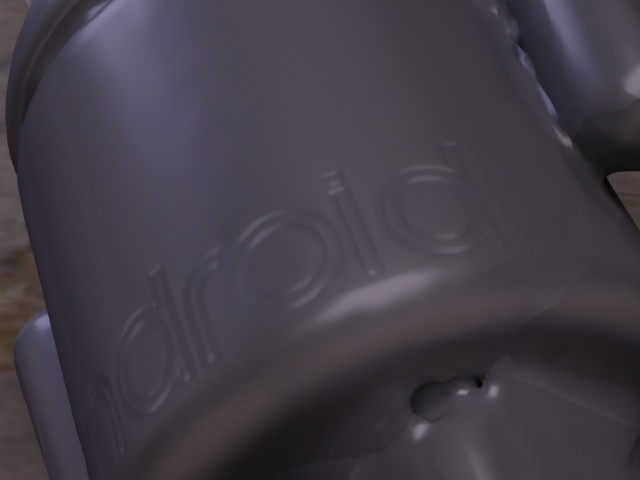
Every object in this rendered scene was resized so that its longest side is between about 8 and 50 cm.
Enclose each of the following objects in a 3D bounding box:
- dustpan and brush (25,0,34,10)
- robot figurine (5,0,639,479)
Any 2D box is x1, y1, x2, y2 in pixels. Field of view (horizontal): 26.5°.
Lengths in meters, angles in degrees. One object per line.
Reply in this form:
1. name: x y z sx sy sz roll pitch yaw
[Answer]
1. dustpan and brush: -0.121 -0.148 0.714 0.211 0.060 0.147 26 58 23
2. robot figurine: 0.000 0.000 0.492 0.300 0.200 0.353 -39 49 18
